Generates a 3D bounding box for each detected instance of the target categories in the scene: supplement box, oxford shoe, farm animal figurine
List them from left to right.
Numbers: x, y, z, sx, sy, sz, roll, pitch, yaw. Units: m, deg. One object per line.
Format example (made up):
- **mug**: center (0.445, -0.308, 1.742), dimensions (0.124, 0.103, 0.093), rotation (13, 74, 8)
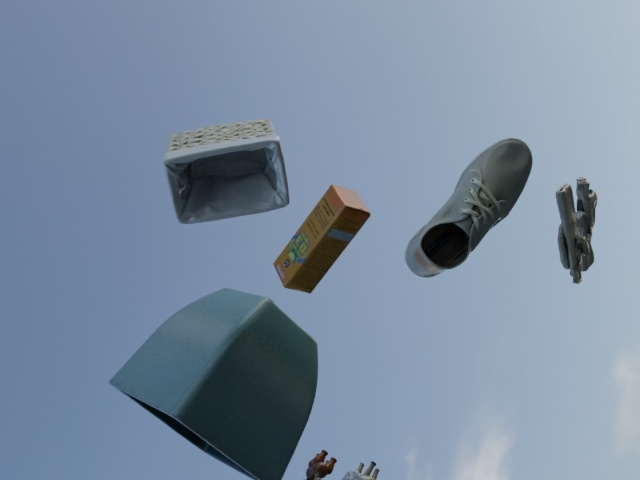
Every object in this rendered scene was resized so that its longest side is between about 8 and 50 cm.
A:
- **supplement box**: center (0.000, 0.000, 1.748), dimensions (0.080, 0.078, 0.233), rotation (12, -56, -38)
- **farm animal figurine**: center (0.084, 0.721, 2.224), dimensions (0.330, 0.327, 0.172), rotation (53, -124, -22)
- **oxford shoe**: center (0.395, -0.081, 2.183), dimensions (0.169, 0.130, 0.449), rotation (43, -96, -5)

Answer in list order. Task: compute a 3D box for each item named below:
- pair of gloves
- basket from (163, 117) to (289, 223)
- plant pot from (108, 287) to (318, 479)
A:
- **pair of gloves**: center (0.538, -0.025, 1.762), dimensions (0.240, 0.042, 0.204), rotation (-19, -74, -59)
- **basket**: center (-0.136, -0.105, 1.238), dimensions (0.167, 0.103, 0.113), rotation (-10, -57, -3)
- **plant pot**: center (-0.149, 0.224, 1.435), dimensions (0.248, 0.247, 0.252), rotation (45, -111, -31)
